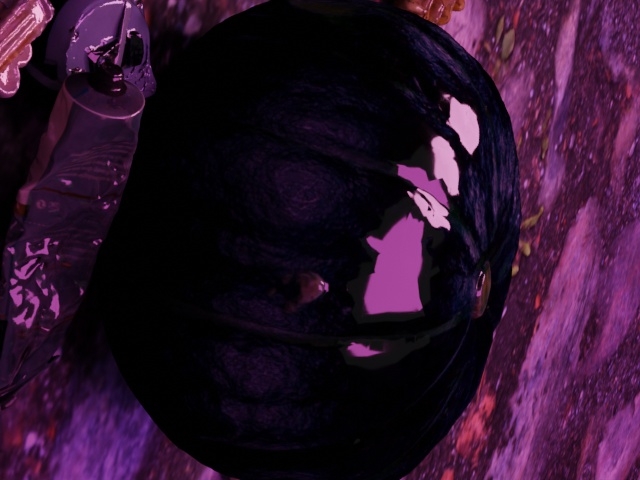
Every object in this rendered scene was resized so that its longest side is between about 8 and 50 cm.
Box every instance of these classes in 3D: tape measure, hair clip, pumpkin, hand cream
[{"bbox_3d":[-0.150,-0.119,1.088,0.091,0.054,0.094,-44,141,-32],"label":"tape measure"},{"bbox_3d":[-0.221,-0.073,0.974,0.062,0.056,0.214,63,36,-33],"label":"hair clip"},{"bbox_3d":[0.000,0.000,1.230,0.363,0.266,0.363,10,90,-68],"label":"pumpkin"},{"bbox_3d":[-0.162,-0.002,1.081,0.075,0.052,0.247,-12,130,-45],"label":"hand cream"}]

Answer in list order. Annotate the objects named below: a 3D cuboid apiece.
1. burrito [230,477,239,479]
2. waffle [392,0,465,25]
[{"bbox_3d":[0.001,0.139,1.550,0.275,0.059,0.082,-48,129,-47],"label":"burrito"},{"bbox_3d":[0.109,-0.277,1.577,0.192,0.046,0.160,-31,130,-59],"label":"waffle"}]
